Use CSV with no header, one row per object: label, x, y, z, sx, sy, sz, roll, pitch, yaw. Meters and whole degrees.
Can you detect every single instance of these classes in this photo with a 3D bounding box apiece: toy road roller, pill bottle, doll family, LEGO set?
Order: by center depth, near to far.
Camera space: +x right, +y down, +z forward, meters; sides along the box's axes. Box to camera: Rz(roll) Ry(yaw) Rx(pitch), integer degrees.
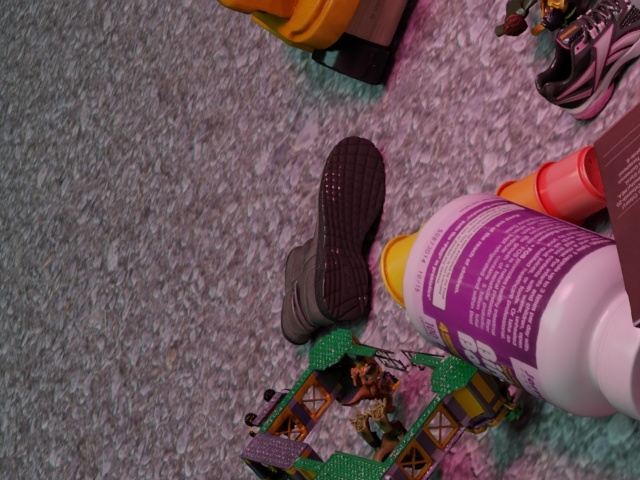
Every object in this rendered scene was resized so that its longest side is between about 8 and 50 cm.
pill bottle,0.230,0.069,1.760,0.301,0.169,0.169,24,98,50
doll family,0.262,-0.281,1.987,0.193,0.076,0.111,-57,14,37
LEGO set,0.084,0.244,1.993,0.331,0.192,0.255,-3,44,48
toy road roller,-0.030,-0.351,2.356,0.329,0.240,0.202,42,112,58

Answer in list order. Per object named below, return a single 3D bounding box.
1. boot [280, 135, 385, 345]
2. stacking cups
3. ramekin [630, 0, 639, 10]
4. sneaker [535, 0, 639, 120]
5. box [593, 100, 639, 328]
boot,0.000,0.000,2.307,0.161,0.083,0.247,-24,55,61
stacking cups,0.196,-0.008,1.969,0.316,0.096,0.096,-27,54,48
ramekin,0.375,-0.324,1.627,0.135,0.277,0.277,1,77,51
sneaker,0.285,-0.208,1.912,0.178,0.077,0.072,-63,32,18
box,0.363,-0.031,1.598,0.167,0.168,0.203,-43,41,42
